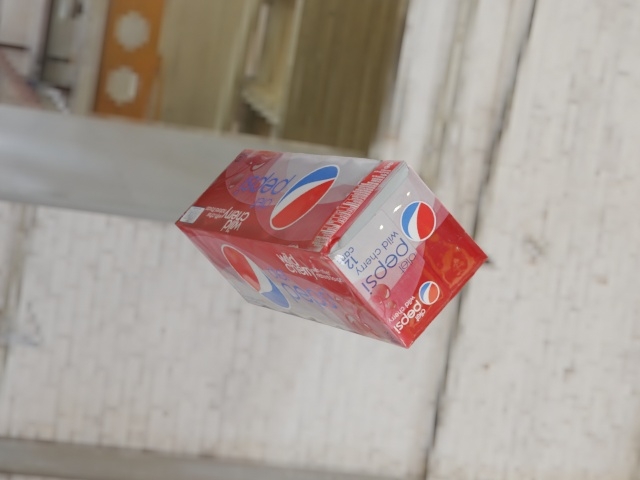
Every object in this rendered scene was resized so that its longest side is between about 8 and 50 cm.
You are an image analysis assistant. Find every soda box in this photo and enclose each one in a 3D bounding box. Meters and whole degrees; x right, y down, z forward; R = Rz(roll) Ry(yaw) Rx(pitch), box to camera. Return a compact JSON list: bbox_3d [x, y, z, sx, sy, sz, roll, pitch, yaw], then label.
[{"bbox_3d":[0.000,0.000,1.238,0.083,0.092,0.263,-47,-159,-14],"label":"soda box"}]
